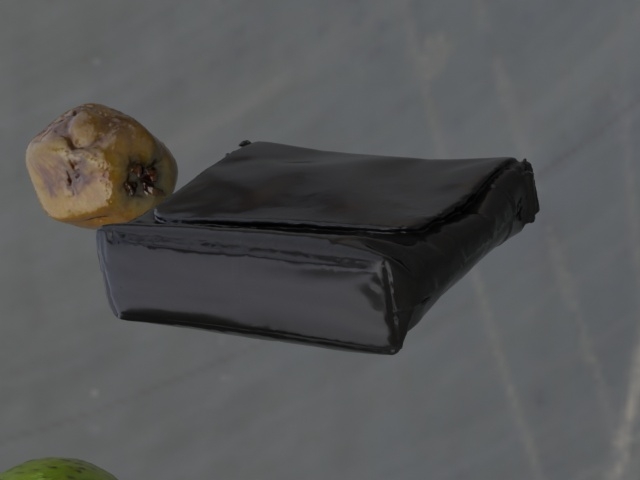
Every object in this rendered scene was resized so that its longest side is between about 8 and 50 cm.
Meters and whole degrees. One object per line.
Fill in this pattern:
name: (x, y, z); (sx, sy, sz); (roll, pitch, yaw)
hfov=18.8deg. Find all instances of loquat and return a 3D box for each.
loquat: (-0.192, -0.061, 1.721); (0.113, 0.137, 0.137); (-61, 9, -25)

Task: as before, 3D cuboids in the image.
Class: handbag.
handbag: (0.000, 0.000, 1.292); (0.247, 0.223, 0.080); (6, 112, 30)

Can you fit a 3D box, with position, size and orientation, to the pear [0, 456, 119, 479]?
pear: (-0.177, 0.275, 1.420); (0.159, 0.292, 0.292); (-35, 38, 16)
